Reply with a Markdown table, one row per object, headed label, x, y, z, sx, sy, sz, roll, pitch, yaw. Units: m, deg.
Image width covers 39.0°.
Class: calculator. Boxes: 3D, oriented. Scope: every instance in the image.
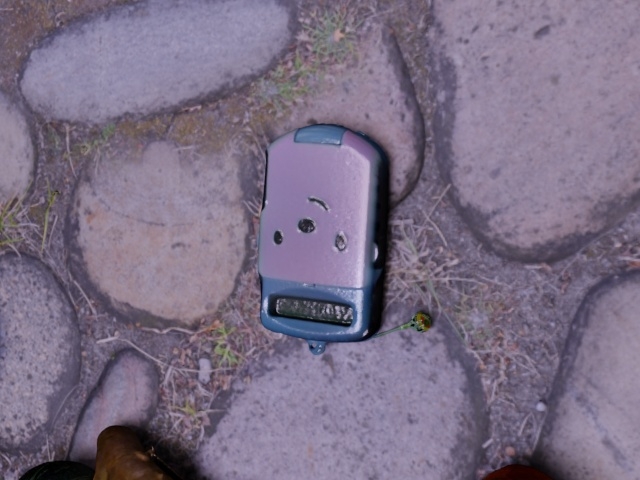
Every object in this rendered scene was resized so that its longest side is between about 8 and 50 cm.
| label | x | y | z | sx | sy | sz | roll | pitch | yaw |
| --- | --- | --- | --- | --- | --- | --- | --- | --- | --- |
| calculator | 0.000 | 0.000 | 1.135 | 0.173 | 0.051 | 0.293 | 5 | 96 | 23 |

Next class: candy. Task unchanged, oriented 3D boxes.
| label | x | y | z | sx | sy | sz | roll | pitch | yaw |
| --- | --- | --- | --- | --- | --- | --- | --- | --- | --- |
| candy | 0.100 | 0.110 | 1.117 | 0.083 | 0.025 | 0.023 | -26 | 55 | 33 |

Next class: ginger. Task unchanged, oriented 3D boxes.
| label | x | y | z | sx | sy | sz | roll | pitch | yaw |
| --- | --- | --- | --- | --- | --- | --- | --- | --- | --- |
| ginger | -0.195 | 0.349 | 1.213 | 0.309 | 0.107 | 0.133 | 18 | 67 | 16 |

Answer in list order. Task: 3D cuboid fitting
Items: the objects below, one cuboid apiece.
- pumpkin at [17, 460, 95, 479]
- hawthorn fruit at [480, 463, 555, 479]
| label | x | y | z | sx | sy | sz | roll | pitch | yaw |
| --- | --- | --- | --- | --- | --- | --- | --- | --- | --- |
| pumpkin | -0.375 | 0.408 | 1.285 | 0.190 | 0.146 | 0.190 | -8 | 67 | 20 |
| hawthorn fruit | 0.220 | 0.347 | 1.004 | 0.173 | 0.173 | 0.179 | -23 | 83 | 24 |
